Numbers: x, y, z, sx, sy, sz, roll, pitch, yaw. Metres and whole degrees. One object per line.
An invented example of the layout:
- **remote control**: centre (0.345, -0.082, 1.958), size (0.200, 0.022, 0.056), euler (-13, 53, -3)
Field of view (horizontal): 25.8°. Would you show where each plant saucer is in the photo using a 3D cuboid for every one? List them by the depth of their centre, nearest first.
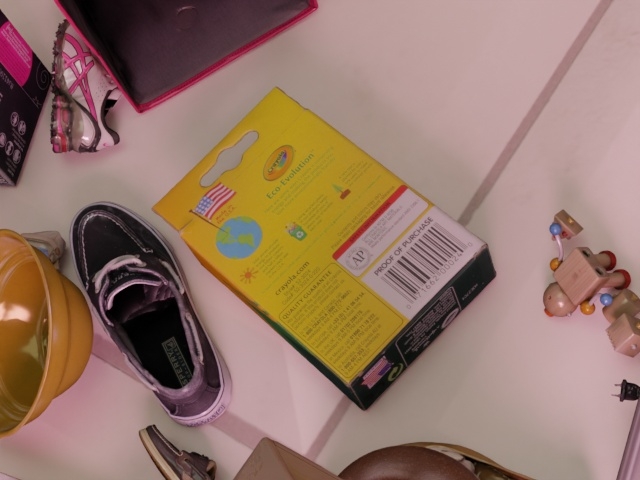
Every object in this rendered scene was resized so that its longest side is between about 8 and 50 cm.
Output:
- **plant saucer**: centre (0.074, 0.287, 1.276), size (0.198, 0.036, 0.198), euler (-2, 85, 25)

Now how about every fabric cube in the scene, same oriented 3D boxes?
- **fabric cube**: centre (-0.195, -0.358, 1.609), size (0.254, 0.259, 0.258), euler (-30, 59, 1)

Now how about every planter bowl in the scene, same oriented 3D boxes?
- **planter bowl**: centre (-0.302, 0.099, 1.476), size (0.217, 0.090, 0.217), euler (-6, 82, 49)

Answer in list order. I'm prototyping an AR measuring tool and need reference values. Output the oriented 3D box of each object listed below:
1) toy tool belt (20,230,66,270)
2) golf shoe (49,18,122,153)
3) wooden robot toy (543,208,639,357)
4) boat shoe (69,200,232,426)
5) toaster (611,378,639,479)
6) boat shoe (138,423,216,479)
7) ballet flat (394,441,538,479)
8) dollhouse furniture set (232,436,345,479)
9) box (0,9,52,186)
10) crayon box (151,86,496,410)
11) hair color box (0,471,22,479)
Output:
- **toy tool belt**: centre (-0.328, 0.019, 1.571), size (0.083, 0.052, 0.051), euler (-7, 53, 14)
- **golf shoe**: centre (-0.278, -0.182, 1.662), size (0.086, 0.067, 0.186), euler (-1, 62, -11)
- **wooden robot toy**: centre (0.260, 0.054, 1.386), size (0.079, 0.076, 0.173), euler (-50, 54, 29)
- **boat shoe**: centre (-0.195, 0.060, 1.480), size (0.108, 0.102, 0.301), euler (-30, 59, -1)
- **toaster**: centre (0.346, 0.214, 1.226), size (0.227, 0.129, 0.146), euler (16, 71, 22)
- **boat shoe**: centre (-0.124, 0.238, 1.398), size (0.049, 0.056, 0.152), euler (-38, 69, -11)
- **ballet flat**: centre (0.150, 0.231, 1.305), size (0.232, 0.073, 0.080), euler (13, 66, 22)
- **dollhouse furniture set**: centre (-0.034, 0.400, 1.115), size (0.394, 0.256, 0.362), euler (-57, 20, 4)
- **box**: centre (-0.440, -0.189, 1.598), size (0.142, 0.247, 0.163), euler (4, 64, 20)
- **crayon box**: centre (0.000, 0.000, 1.466), size (0.202, 0.081, 0.318), euler (-44, 61, -9)
- **hair color box**: centre (-0.274, 0.302, 1.406), size (0.167, 0.053, 0.093), euler (14, 67, 21)
